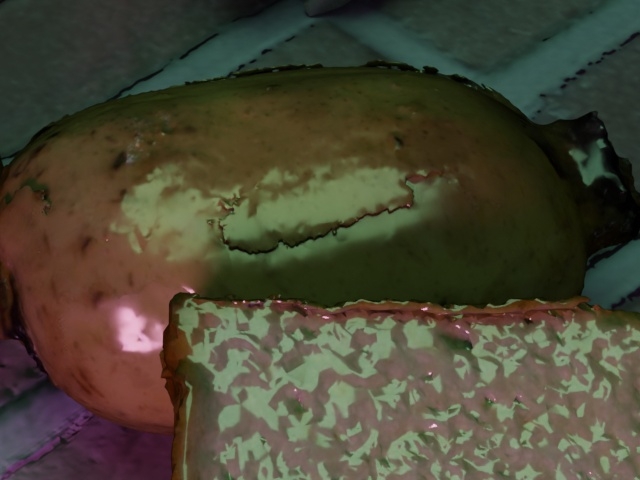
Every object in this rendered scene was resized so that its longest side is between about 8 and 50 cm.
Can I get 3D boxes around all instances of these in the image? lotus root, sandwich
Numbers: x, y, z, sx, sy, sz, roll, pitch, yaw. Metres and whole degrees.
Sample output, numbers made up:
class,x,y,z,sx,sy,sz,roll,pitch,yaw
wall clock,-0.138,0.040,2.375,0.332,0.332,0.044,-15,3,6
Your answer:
class,x,y,z,sx,sy,sz,roll,pitch,yaw
lotus root,0.000,0.000,0.812,0.284,0.146,0.160,-11,67,-5
sandwich,0.071,0.126,0.694,0.251,0.087,0.226,-3,68,-6

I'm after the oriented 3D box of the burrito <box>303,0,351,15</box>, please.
class,x,y,z,sx,sy,sz,roll,pitch,yaw
burrito,0.058,-0.195,1.064,0.064,0.064,0.203,31,52,25

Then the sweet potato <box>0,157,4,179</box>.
class,x,y,z,sx,sy,sz,roll,pitch,yaw
sweet potato,-0.181,0.025,0.835,0.081,0.062,0.233,-10,47,14
